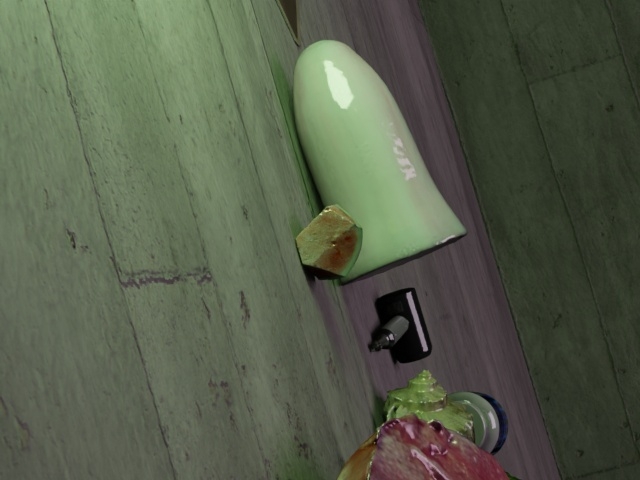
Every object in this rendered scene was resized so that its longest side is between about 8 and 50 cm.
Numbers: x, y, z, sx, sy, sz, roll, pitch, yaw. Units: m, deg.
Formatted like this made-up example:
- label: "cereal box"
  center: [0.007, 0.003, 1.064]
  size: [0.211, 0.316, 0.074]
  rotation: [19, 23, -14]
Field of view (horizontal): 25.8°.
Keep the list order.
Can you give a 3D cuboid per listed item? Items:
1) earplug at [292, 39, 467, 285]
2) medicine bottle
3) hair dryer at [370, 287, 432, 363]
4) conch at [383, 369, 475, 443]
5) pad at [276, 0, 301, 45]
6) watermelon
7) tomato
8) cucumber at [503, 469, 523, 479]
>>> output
- label: "earplug"
  center: [0.048, -0.111, 1.759]
  size: [0.301, 0.172, 0.172]
  rotation: [67, 11, 4]
- label: "medicine bottle"
  center: [0.216, 0.277, 2.065]
  size: [0.191, 0.107, 0.107]
  rotation: [25, 49, -75]
- label: "hair dryer"
  center: [0.099, 0.131, 1.900]
  size: [0.198, 0.057, 0.100]
  rotation: [-25, 98, -70]
- label: "conch"
  center: [0.123, 0.265, 1.741]
  size: [0.155, 0.130, 0.207]
  rotation: [0, 95, -44]
- label: "pad"
  center: [-0.062, -0.409, 2.004]
  size: [0.266, 0.002, 0.176]
  rotation: [-94, 162, -49]
- label: "watermelon"
  center: [0.004, -0.003, 1.605]
  size: [0.072, 0.084, 0.092]
  rotation: [38, -8, -34]
- label: "tomato"
  center: [0.092, 0.318, 1.291]
  size: [0.289, 0.176, 0.335]
  rotation: [44, 25, -21]
- label: "cucumber"
  center: [0.206, 0.351, 1.872]
  size: [0.244, 0.134, 0.134]
  rotation: [-146, -143, -79]
